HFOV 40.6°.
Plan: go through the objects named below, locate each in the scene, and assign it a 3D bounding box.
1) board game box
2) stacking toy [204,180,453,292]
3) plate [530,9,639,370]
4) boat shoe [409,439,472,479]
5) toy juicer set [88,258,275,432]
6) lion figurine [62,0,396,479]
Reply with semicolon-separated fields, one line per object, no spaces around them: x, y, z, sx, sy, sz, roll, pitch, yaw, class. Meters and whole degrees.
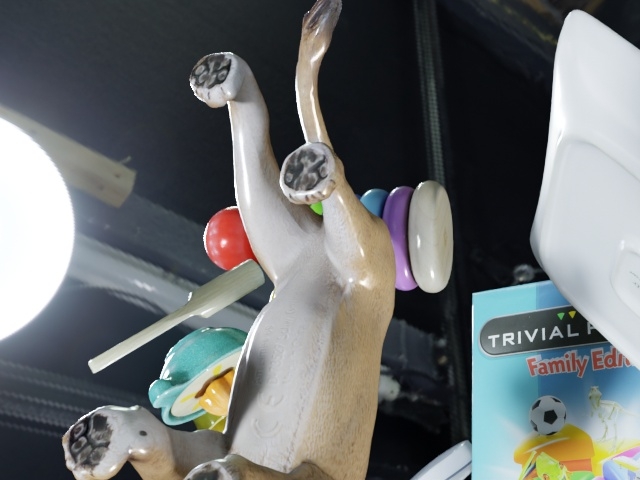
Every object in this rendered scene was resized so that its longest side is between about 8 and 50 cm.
0.267;0.196;0.791;0.079;0.254;0.336;31;-125;-46;board game box
0.000;0.000;1.131;0.141;0.330;0.141;-2;-90;-72;stacking toy
0.232;0.028;0.555;0.045;0.278;0.277;-35;-119;-11;plate
0.122;0.371;1.135;0.084;0.258;0.095;46;-171;12;boat shoe
-0.086;0.121;0.918;0.089;0.209;0.329;50;175;20;toy juicer set
-0.013;0.079;0.507;0.240;0.142;0.392;50;-125;-52;lion figurine
